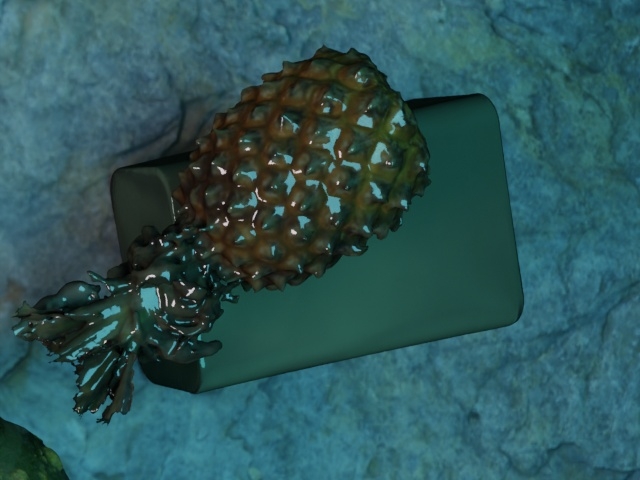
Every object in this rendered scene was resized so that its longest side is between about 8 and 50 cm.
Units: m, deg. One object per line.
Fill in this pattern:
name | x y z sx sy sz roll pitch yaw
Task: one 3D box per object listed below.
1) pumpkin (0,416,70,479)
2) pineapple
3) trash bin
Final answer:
pumpkin | -0.313 0.269 1.293 0.291 0.257 0.328 5 97 -19
pineapple | -0.082 -0.007 1.352 0.361 0.175 0.175 -33 110 -5
trash bin | 0.000 0.000 1.547 0.343 0.158 0.223 -12 98 -31
